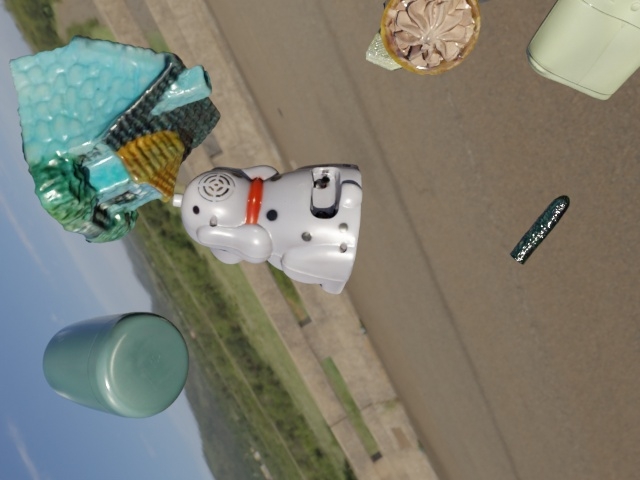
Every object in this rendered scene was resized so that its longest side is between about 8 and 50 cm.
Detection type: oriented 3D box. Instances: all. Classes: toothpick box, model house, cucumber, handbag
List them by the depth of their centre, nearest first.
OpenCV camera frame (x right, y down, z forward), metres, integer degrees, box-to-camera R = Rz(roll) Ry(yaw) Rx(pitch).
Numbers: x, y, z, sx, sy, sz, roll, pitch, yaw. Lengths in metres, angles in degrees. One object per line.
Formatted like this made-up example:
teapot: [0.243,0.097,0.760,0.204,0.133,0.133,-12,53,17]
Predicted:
toothpick box: [-0.254,0.147,0.879,0.184,0.120,0.120,-6,116,45]
model house: [-0.243,-0.142,1.007,0.261,0.241,0.226,49,-156,-81]
cucumber: [0.360,-0.021,1.184,0.032,0.133,0.032,31,-163,-11]
handbag: [0.536,-0.413,1.307,0.315,0.241,0.109,123,157,-43]

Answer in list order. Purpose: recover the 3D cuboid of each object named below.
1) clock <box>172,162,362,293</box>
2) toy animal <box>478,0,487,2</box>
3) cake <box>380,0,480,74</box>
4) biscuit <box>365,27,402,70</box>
clock: [-0.079,-0.030,1.021,0.189,0.253,0.189,-175,90,-86]
toy animal: [0.450,-0.720,1.921,0.235,0.187,0.165,6,104,48]
cake: [0.201,-0.397,1.372,0.185,0.178,0.207,37,136,-17]
biscuit: [0.237,-0.572,1.978,0.147,0.250,0.046,27,167,12]
